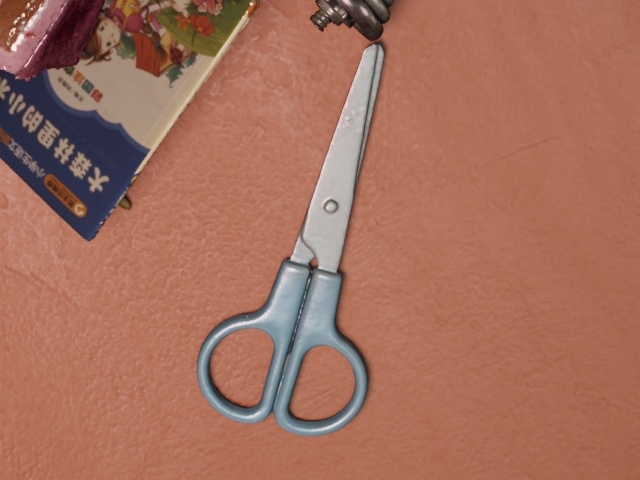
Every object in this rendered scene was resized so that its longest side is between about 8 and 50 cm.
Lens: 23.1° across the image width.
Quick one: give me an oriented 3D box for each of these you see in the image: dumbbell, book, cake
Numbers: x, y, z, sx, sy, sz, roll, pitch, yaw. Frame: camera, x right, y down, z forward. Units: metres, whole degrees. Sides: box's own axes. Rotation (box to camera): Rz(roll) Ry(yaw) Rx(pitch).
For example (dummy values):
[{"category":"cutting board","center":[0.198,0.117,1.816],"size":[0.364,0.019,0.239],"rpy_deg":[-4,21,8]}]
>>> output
[{"category":"dumbbell","center":[0.085,-0.308,1.594],"size":[0.254,0.110,0.110],"rpy_deg":[-44,101,2]},{"category":"book","center":[-0.227,-0.186,1.566],"size":[0.228,0.018,0.322],"rpy_deg":[43,114,12]},{"category":"cake","center":[-0.245,-0.291,1.508],"size":[0.116,0.113,0.295],"rpy_deg":[31,98,15]}]

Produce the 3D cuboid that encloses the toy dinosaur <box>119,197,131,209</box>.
[{"category":"toy dinosaur","center":[-0.201,-0.196,1.623],"size":[0.206,0.113,0.327],"rpy_deg":[-8,94,27]}]

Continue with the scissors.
[{"category":"scissors","center":[0.000,0.000,1.701],"size":[0.192,0.029,0.447],"rpy_deg":[14,104,-6]}]
